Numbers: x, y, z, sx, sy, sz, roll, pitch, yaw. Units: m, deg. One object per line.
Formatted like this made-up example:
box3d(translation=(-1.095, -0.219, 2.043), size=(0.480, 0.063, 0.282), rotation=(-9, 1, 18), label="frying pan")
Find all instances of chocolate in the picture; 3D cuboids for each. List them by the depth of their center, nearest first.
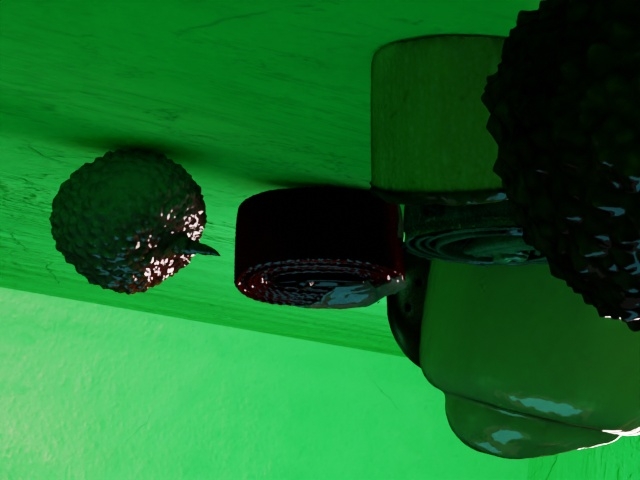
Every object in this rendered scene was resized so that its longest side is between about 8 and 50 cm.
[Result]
box3d(translation=(0.274, 0.094, 2.051), size=(0.326, 0.297, 0.314), rotation=(1, 175, 24), label="chocolate")

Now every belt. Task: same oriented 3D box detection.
box3d(translation=(0.186, -0.037, 1.814), size=(0.206, 0.116, 0.267), rotation=(12, 167, -39), label="belt")
box3d(translation=(0.000, 0.000, 2.161), size=(0.200, 0.124, 0.128), rotation=(1, 152, -5), label="belt")

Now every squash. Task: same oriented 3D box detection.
box3d(translation=(0.143, -0.102, 1.547), size=(0.220, 0.133, 0.220), rotation=(-5, -177, 0), label="squash")

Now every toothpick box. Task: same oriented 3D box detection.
box3d(translation=(0.217, 0.078, 2.337), size=(0.192, 0.192, 0.294), rotation=(-3, 173, 42), label="toothpick box")

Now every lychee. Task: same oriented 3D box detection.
box3d(translation=(0.220, -0.070, 1.163), size=(0.267, 0.268, 0.267), rotation=(5, 171, 1), label="lychee")
box3d(translation=(-0.199, -0.018, 2.019), size=(0.197, 0.165, 0.165), rotation=(31, -176, 28), label="lychee")
